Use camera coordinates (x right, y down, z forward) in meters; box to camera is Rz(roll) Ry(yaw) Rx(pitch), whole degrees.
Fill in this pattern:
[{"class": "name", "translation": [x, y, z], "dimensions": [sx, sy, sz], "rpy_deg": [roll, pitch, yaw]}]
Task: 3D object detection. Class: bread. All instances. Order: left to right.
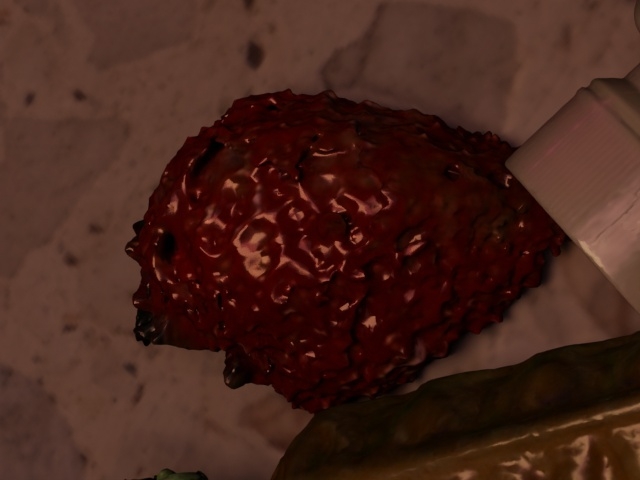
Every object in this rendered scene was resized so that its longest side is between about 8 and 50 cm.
[{"class": "bread", "translation": [0.093, 0.088, 0.752], "dimensions": [0.269, 0.087, 0.098], "rpy_deg": [-17, 80, 26]}]

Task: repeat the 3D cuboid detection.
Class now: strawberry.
[{"class": "strawberry", "translation": [-0.003, 0.001, 0.815], "dimensions": [0.192, 0.085, 0.140], "rpy_deg": [23, 94, 26]}]

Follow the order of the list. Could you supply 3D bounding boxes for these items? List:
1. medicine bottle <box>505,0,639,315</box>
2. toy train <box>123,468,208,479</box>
[{"class": "medicine bottle", "translation": [0.205, -0.086, 0.652], "dimensions": [0.296, 0.111, 0.161], "rpy_deg": [-42, 32, 8]}, {"class": "toy train", "translation": [-0.046, 0.175, 0.802], "dimensions": [0.118, 0.074, 0.176], "rpy_deg": [-41, 63, 58]}]
